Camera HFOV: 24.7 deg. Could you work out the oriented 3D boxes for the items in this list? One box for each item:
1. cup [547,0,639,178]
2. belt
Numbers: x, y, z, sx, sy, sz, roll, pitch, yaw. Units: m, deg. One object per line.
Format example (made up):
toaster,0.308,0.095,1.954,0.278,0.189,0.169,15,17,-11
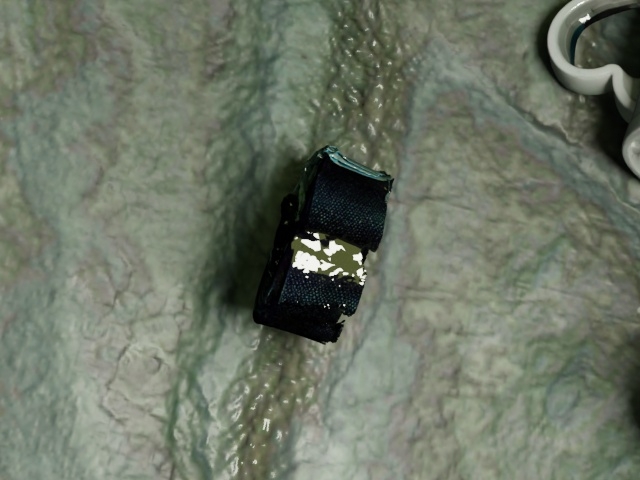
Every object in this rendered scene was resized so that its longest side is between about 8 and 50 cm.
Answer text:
cup,0.275,-0.138,0.945,0.221,0.167,0.202,19,73,-8
belt,0.000,0.000,0.886,0.058,0.105,0.140,23,31,-6
